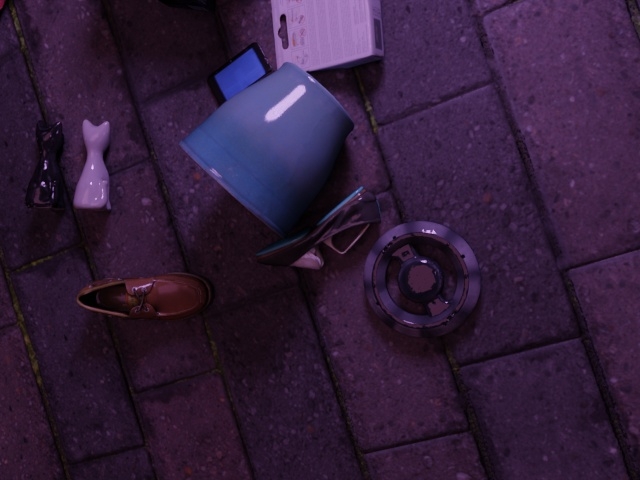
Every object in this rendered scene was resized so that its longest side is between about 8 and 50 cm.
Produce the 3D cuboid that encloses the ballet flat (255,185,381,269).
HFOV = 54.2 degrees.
[{"bbox_3d":[0.000,0.000,1.260,0.280,0.095,0.096,-31,96,17],"label":"ballet flat"}]

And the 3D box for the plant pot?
[{"bbox_3d":[-0.083,-0.187,1.194,0.271,0.271,0.255,42,91,11],"label":"plant pot"}]

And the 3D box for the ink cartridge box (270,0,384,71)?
[{"bbox_3d":[0.012,-0.438,1.258,0.232,0.066,0.189,-3,93,39],"label":"ink cartridge box"}]

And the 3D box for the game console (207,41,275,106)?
[{"bbox_3d":[-0.172,-0.330,1.299,0.144,0.124,0.085,-32,110,18],"label":"game console"}]

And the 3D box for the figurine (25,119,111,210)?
[{"bbox_3d":[-0.572,-0.175,1.441,0.214,0.092,0.210,2,90,17],"label":"figurine"}]

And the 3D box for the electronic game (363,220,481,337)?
[{"bbox_3d":[0.196,0.076,1.220,0.229,0.048,0.230,1,93,17],"label":"electronic game"}]

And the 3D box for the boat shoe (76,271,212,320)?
[{"bbox_3d":[-0.393,0.133,1.387,0.307,0.104,0.111,-6,92,18],"label":"boat shoe"}]

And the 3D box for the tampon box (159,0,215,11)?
[{"bbox_3d":[-0.283,-0.579,1.307,0.120,0.101,0.161,14,97,16],"label":"tampon box"}]

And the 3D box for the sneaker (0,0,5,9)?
[{"bbox_3d":[-0.715,-0.664,1.438,0.136,0.116,0.314,26,101,14],"label":"sneaker"}]
